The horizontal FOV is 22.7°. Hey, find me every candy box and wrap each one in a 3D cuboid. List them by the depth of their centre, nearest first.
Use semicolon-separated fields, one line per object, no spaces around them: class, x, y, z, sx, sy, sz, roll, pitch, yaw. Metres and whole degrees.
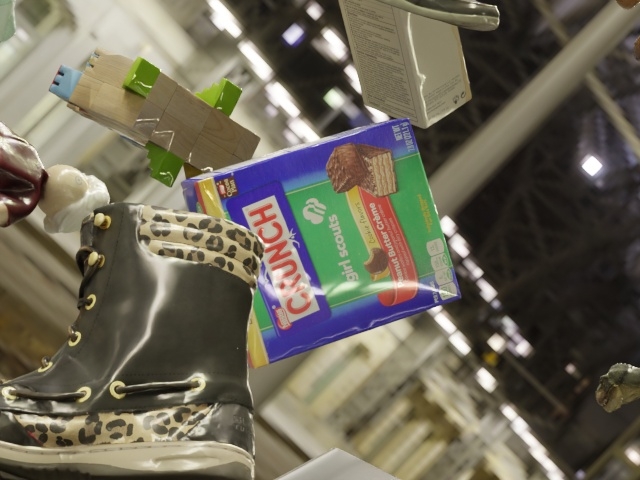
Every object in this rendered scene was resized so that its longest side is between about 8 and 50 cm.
candy box;0.000;0.000;2.190;0.122;0.317;0.268;177;-105;-74

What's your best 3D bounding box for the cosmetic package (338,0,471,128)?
cosmetic package;0.122;-0.346;2.488;0.160;0.113;0.309;28;-38;45

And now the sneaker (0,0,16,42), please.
sneaker;-0.468;-0.276;1.797;0.094;0.255;0.151;-77;169;-48

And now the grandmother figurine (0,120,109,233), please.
grandmother figurine;-0.407;-0.097;1.950;0.342;0.104;0.208;26;43;-35

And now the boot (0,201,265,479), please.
boot;-0.233;0.110;1.510;0.377;0.284;0.138;2;-32;8

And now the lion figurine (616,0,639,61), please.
lion figurine;0.520;-0.388;1.892;0.142;0.392;0.240;37;-21;-12

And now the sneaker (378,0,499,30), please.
sneaker;0.158;-0.354;2.114;0.083;0.118;0.222;7;14;-47

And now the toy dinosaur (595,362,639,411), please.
toy dinosaur;0.394;0.153;1.564;0.064;0.268;0.118;15;60;-59

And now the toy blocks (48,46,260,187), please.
toy blocks;-0.283;-0.208;2.536;0.261;0.191;0.381;24;-4;35

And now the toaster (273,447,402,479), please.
toaster;0.026;0.340;1.769;0.185;0.110;0.168;19;-54;46
